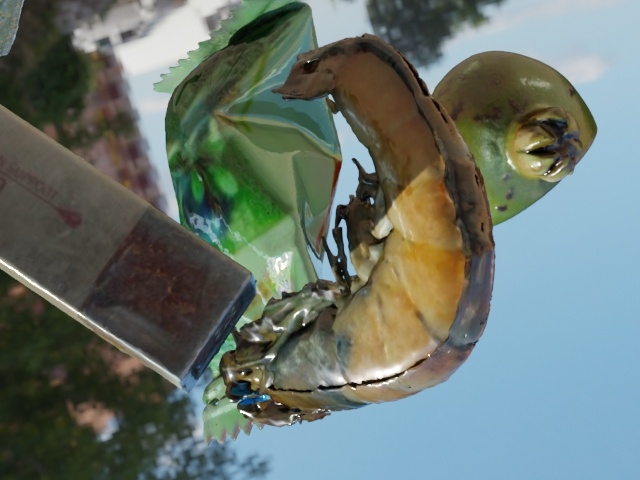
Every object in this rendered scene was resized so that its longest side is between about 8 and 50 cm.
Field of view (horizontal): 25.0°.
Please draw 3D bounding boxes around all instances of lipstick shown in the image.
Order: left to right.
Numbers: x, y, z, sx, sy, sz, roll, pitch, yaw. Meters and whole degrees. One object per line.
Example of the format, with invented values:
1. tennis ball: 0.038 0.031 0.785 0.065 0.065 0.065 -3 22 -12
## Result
1. lipstick: -0.210 -0.048 0.826 0.076 0.371 0.080 -56 175 -9

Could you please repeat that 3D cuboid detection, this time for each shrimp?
1. shrimp: 0.000 0.000 0.863 0.054 0.222 0.290 -5 161 -34

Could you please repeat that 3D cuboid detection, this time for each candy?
1. candy: -0.064 -0.013 1.385 0.172 0.397 0.263 6 157 -21

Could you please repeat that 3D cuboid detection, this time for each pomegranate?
1. pomegranate: 0.195 -0.117 1.600 0.190 0.159 0.241 -36 -162 21

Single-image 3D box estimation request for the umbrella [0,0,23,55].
1. umbrella: -0.322 -0.260 1.472 0.062 0.143 0.067 24 -164 19
